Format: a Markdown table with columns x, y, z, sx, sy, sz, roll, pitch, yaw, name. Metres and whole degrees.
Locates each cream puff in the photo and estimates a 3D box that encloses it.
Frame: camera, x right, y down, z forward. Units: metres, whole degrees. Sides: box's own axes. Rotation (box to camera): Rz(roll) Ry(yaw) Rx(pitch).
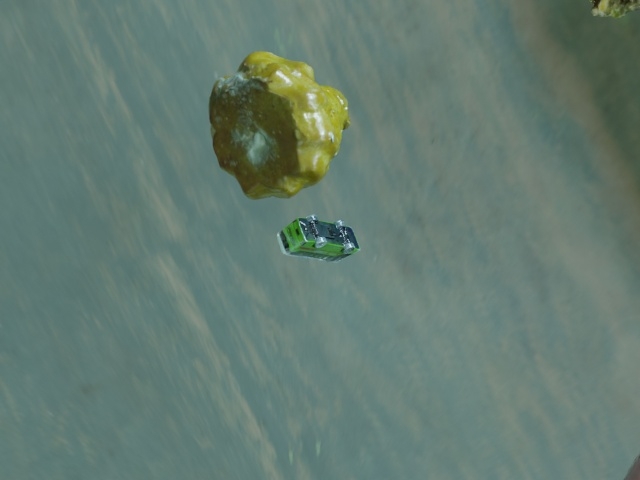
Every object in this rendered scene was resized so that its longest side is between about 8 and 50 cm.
| x | y | z | sx | sy | sz | roll | pitch | yaw | name |
| --- | --- | --- | --- | --- | --- | --- | --- | --- | --- |
| -0.031 | -0.110 | 1.701 | 0.146 | 0.116 | 0.146 | 11 | 109 | 33 | cream puff |

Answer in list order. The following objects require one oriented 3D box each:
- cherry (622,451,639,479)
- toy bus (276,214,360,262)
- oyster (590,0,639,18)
| x | y | z | sx | sy | sz | roll | pitch | yaw | name |
| --- | --- | --- | --- | --- | --- | --- | --- | --- | --- |
| 0.184 | 0.134 | 0.638 | 0.250 | 0.192 | 0.175 | -38 | 52 | 25 | cherry |
| 0.000 | 0.000 | 1.685 | 0.037 | 0.083 | 0.031 | -35 | 64 | 29 | toy bus |
| 0.328 | -0.279 | 1.751 | 0.108 | 0.053 | 0.165 | 35 | 100 | 42 | oyster |
